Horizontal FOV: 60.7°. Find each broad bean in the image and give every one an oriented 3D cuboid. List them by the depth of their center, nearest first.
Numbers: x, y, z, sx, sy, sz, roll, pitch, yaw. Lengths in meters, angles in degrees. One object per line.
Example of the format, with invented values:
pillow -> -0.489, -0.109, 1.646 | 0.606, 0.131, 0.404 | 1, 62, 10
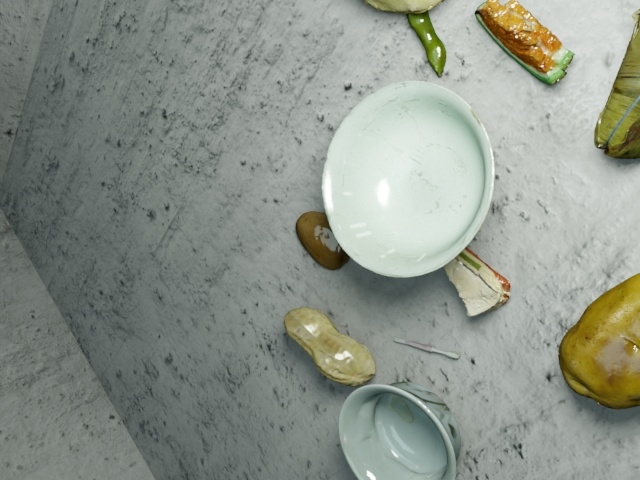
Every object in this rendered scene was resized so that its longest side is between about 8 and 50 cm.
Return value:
broad bean -> 0.239, -0.507, 1.283 | 0.052, 0.053, 0.256 | -24, 87, -2

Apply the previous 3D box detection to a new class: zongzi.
zongzi -> 0.644, -0.249, 0.922 | 0.300, 0.138, 0.286 | 40, 126, 50

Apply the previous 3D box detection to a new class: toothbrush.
toothbrush -> 0.282, 0.284, 1.458 | 0.194, 0.017, 0.014 | 9, 107, 37

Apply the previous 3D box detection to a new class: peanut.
peanut -> 0.020, 0.305, 1.592 | 0.313, 0.149, 0.149 | 41, 123, 24

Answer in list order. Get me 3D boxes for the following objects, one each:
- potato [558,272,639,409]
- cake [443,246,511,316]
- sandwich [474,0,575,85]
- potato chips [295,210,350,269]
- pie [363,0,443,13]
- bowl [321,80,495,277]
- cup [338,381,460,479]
potato -> 0.626, 0.191, 1.072 | 0.195, 0.176, 0.369 | -99, 32, -51
cake -> 0.364, 0.068, 1.295 | 0.116, 0.086, 0.220 | -26, 84, 40
sandwich -> 0.408, -0.431, 1.112 | 0.079, 0.159, 0.235 | -43, 50, 15
potato chips -> 0.000, 0.000, 1.596 | 0.201, 0.049, 0.150 | 44, 129, 15
pie -> 0.197, -0.663, 1.223 | 0.315, 0.092, 0.315 | -4, 83, 34
bowl -> 0.228, -0.133, 1.267 | 0.434, 0.196, 0.435 | 0, 90, 39
cup -> 0.232, 0.519, 1.461 | 0.347, 0.163, 0.347 | 11, 108, 36
